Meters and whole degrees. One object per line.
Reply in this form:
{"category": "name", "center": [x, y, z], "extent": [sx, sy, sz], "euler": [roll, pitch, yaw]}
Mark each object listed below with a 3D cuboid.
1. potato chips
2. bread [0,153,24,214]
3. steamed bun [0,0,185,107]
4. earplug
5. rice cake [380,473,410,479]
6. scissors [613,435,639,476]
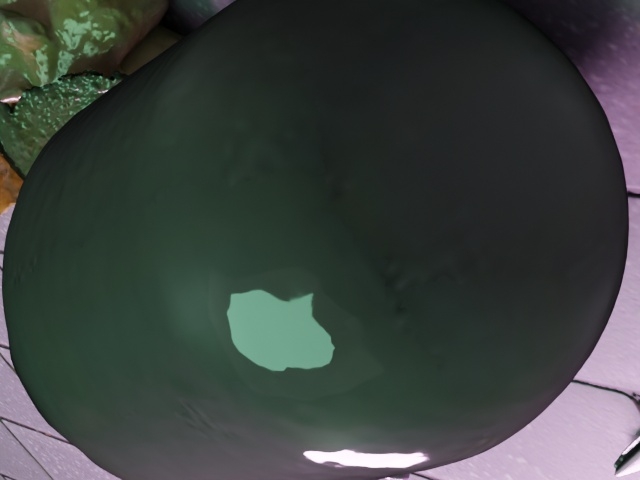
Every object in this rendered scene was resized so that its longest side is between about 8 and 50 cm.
{"category": "potato chips", "center": [-0.145, -0.066, 1.274], "extent": [0.209, 0.026, 0.142], "euler": [5, 126, -15]}
{"category": "bread", "center": [-0.484, -0.146, 1.695], "extent": [0.237, 0.165, 0.375], "euler": [7, 140, 44]}
{"category": "steamed bun", "center": [-0.195, -0.110, 1.370], "extent": [0.292, 0.137, 0.295], "euler": [43, 154, -13]}
{"category": "earplug", "center": [0.000, 0.000, 1.051], "extent": [0.312, 0.312, 0.394], "euler": [45, 155, -10]}
{"category": "rice cake", "center": [-0.029, 0.093, 1.567], "extent": [0.365, 0.056, 0.073], "euler": [52, 160, -24]}
{"category": "scissors", "center": [0.258, 0.148, 1.277], "extent": [0.085, 0.022, 0.176], "euler": [43, 153, 3]}
